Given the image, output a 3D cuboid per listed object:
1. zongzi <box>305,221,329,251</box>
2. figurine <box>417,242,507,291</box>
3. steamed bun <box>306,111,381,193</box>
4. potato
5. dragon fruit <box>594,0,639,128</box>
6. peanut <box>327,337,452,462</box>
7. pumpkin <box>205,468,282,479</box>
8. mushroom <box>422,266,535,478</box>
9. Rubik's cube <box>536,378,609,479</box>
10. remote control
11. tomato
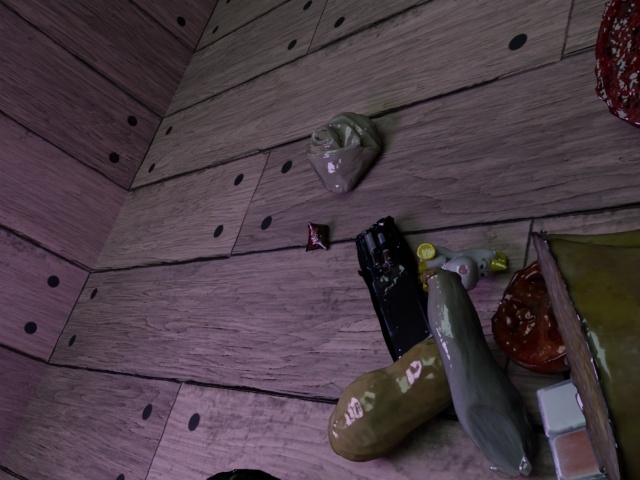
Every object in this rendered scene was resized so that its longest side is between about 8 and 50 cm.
[{"bbox_3d":[0.000,0.000,1.630,0.073,0.067,0.083,20,96,42],"label":"zongzi"},{"bbox_3d":[0.272,0.046,1.223,0.178,0.109,0.129,1,18,42],"label":"figurine"},{"bbox_3d":[0.046,-0.255,1.687,0.218,0.144,0.211,-47,36,10],"label":"steamed bun"},{"bbox_3d":[0.350,0.095,0.569,0.237,0.301,0.289,-16,81,15],"label":"potato"},{"bbox_3d":[0.611,-0.280,1.081,0.317,0.152,0.205,53,125,44],"label":"dragon fruit"},{"bbox_3d":[0.134,0.288,1.148,0.319,0.147,0.148,-41,38,18],"label":"peanut"},{"bbox_3d":[-0.146,0.594,1.181,0.295,0.295,0.296,-29,43,31],"label":"pumpkin"},{"bbox_3d":[0.249,0.206,1.030,0.097,0.109,0.352,-32,72,43],"label":"mushroom"},{"bbox_3d":[0.434,0.286,0.713,0.258,0.256,0.254,-27,44,32],"label":"Rubik's cube"},{"bbox_3d":[0.161,0.097,1.344,0.144,0.062,0.399,-40,38,19],"label":"remote control"},{"bbox_3d":[0.397,0.122,1.027,0.228,0.101,0.228,-37,30,26],"label":"tomato"}]
